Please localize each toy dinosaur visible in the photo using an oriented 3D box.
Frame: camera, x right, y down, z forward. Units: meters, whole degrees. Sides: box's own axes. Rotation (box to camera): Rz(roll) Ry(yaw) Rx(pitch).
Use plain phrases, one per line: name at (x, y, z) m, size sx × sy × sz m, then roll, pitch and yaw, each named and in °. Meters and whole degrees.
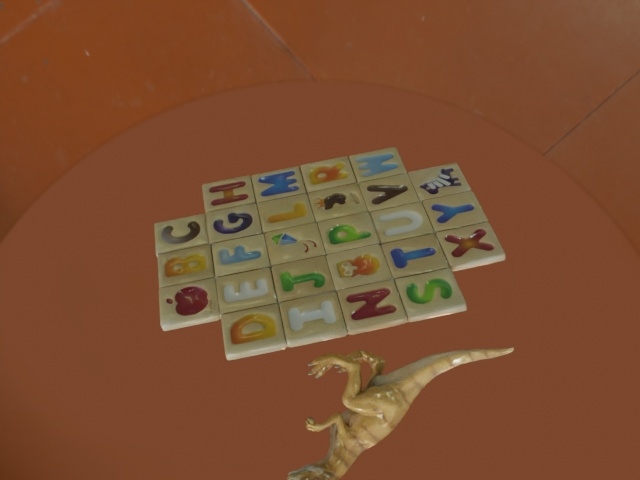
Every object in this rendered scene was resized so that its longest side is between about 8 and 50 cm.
toy dinosaur at (0.055, 0.133, 0.826) m, size 0.211 × 0.064 × 0.112 m, roll -42°, pitch 59°, yaw -1°

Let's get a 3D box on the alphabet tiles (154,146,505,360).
alphabet tiles at (0.000, 0.000, 0.995) m, size 0.343 × 0.011 × 0.285 m, roll -12°, pitch 39°, yaw -3°
